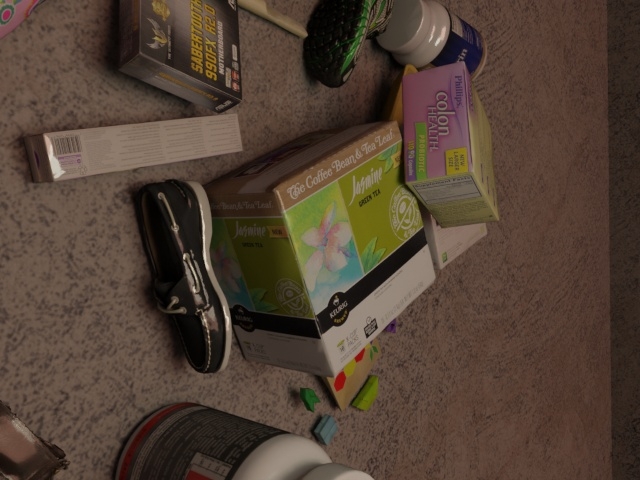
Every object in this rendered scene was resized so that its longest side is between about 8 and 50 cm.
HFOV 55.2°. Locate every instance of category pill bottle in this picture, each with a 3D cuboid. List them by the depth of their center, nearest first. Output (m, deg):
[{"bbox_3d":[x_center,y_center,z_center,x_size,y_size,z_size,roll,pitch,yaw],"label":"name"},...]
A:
[{"bbox_3d":[-0.104,0.359,0.846,0.210,0.363,0.210,-1,91,-47],"label":"pill bottle"},{"bbox_3d":[0.250,-0.448,1.382,0.264,0.153,0.153,9,84,-47],"label":"pill bottle"}]

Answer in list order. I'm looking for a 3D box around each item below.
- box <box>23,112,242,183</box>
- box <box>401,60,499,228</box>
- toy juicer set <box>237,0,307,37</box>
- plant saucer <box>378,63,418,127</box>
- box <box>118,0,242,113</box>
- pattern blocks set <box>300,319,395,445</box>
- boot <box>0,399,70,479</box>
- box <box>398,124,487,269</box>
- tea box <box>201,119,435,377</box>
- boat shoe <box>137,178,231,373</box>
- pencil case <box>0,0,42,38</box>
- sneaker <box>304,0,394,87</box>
[{"bbox_3d":[-0.256,-0.139,0.893,0.324,0.063,0.067,-20,107,-46],"label":"box"},{"bbox_3d":[0.244,-0.165,1.137,0.243,0.117,0.214,36,51,-59],"label":"box"},{"bbox_3d":[-0.098,-0.519,1.042,0.209,0.089,0.329,-21,106,-46],"label":"toy juicer set"},{"bbox_3d":[0.212,-0.168,1.398,0.333,0.081,0.333,36,64,-42],"label":"plant saucer"},{"bbox_3d":[-0.205,-0.327,0.909,0.183,0.056,0.231,17,62,-48],"label":"box"},{"bbox_3d":[0.065,0.241,1.260,0.325,0.026,0.285,-42,129,-41],"label":"pattern blocks set"},{"bbox_3d":[-0.396,0.341,0.727,0.229,0.091,0.263,-43,119,-38],"label":"boot"},{"bbox_3d":[0.278,-0.125,1.373,0.232,0.058,0.322,-28,112,-44],"label":"box"},{"bbox_3d":[0.000,0.000,1.062,0.329,0.220,0.324,-36,116,-42],"label":"tea box"},{"bbox_3d":[-0.211,0.060,0.920,0.091,0.114,0.303,-11,87,-48],"label":"boat shoe"},{"bbox_3d":[-0.407,-0.273,0.691,0.284,0.124,0.124,-56,128,-30],"label":"pencil case"},{"bbox_3d":[0.082,-0.437,1.211,0.146,0.134,0.344,41,61,-41],"label":"sneaker"}]
